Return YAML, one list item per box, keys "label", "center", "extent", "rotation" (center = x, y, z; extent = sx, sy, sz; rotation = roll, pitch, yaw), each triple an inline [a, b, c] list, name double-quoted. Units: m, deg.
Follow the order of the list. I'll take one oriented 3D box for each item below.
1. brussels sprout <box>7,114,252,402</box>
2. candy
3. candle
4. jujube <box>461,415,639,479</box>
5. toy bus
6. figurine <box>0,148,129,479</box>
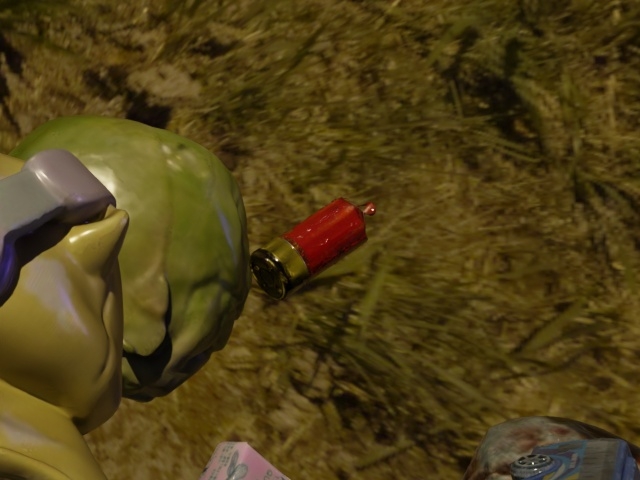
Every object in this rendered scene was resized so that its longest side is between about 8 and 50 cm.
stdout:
- label: "brussels sprout"
  center: [-0.226, 0.009, 1.361]
  extent: [0.328, 0.247, 0.328]
  rotation: [0, 88, -13]
- label: "candy"
  center: [-0.107, 0.316, 1.385]
  extent: [0.092, 0.073, 0.160]
  rotation: [43, 62, -27]
- label: "candle"
  center: [0.000, 0.000, 1.092]
  extent: [0.130, 0.052, 0.052]
  rotation: [-35, 99, -26]
- label: "jujube"
  center: [0.251, 0.301, 1.136]
  extent: [0.215, 0.246, 0.308]
  rotation: [-21, 62, -40]
- label: "toy bus"
  center: [0.170, 0.202, 0.825]
  extent: [0.094, 0.236, 0.079]
  rotation: [-6, 97, 19]
- label: "figurine"
  center: [-0.113, 0.061, 0.360]
  extent: [0.208, 0.128, 0.184]
  rotation: [46, 61, 0]
